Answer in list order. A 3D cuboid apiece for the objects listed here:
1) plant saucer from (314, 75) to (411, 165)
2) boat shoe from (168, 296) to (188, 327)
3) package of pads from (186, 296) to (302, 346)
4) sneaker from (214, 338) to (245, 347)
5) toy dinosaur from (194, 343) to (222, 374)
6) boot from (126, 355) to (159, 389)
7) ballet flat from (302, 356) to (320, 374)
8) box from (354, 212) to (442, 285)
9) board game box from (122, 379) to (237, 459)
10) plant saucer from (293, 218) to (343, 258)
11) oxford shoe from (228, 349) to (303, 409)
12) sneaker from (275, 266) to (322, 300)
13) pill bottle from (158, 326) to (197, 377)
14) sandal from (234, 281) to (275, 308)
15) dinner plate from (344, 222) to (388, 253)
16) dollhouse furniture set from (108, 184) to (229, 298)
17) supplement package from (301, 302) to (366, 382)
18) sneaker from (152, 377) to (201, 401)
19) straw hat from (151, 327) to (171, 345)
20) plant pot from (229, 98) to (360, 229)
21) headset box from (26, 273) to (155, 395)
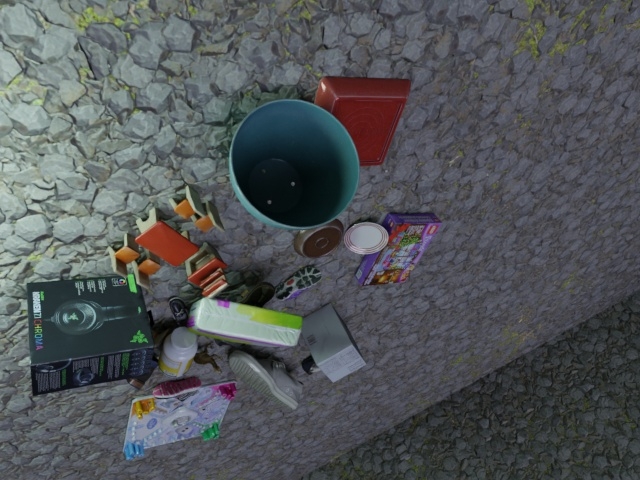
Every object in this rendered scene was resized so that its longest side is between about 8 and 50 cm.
[{"bbox_3d":[0.094,-0.283,1.271,0.259,0.047,0.259,-7,136,-26],"label":"plant saucer"},{"bbox_3d":[-0.422,0.217,1.500,0.046,0.038,0.125,-18,140,-15],"label":"boat shoe"},{"bbox_3d":[-0.229,0.246,1.468,0.297,0.101,0.229,15,163,-19],"label":"package of pads"},{"bbox_3d":[-0.251,0.308,1.685,0.235,0.078,0.106,-4,138,-24],"label":"sneaker"},{"bbox_3d":[-0.396,0.388,1.675,0.093,0.183,0.053,-39,142,-65],"label":"toy dinosaur"},{"bbox_3d":[-0.595,0.372,1.554,0.106,0.082,0.219,-46,140,-15],"label":"boot"},{"bbox_3d":[0.015,0.483,2.048,0.203,0.074,0.074,-37,141,9],"label":"ballet flat"},{"bbox_3d":[0.263,0.033,1.717,0.201,0.057,0.293,-2,134,-31],"label":"box"},{"bbox_3d":[-0.545,0.704,1.951,0.390,0.050,0.389,-2,134,-31],"label":"board game box"},{"bbox_3d":[0.000,0.000,1.539,0.169,0.029,0.168,-17,140,-15],"label":"plant saucer"},{"bbox_3d":[-0.199,0.509,1.907,0.449,0.169,0.130,54,53,-44],"label":"oxford shoe"},{"bbox_3d":[-0.069,0.144,1.640,0.170,0.068,0.071,-29,158,12],"label":"sneaker"},{"bbox_3d":[-0.441,0.344,1.557,0.103,0.103,0.184,-3,144,-30],"label":"pill bottle"},{"bbox_3d":[-0.216,0.177,1.564,0.090,0.060,0.219,22,135,-26],"label":"sandal"},{"bbox_3d":[0.146,-0.009,1.600,0.141,0.017,0.141,1,133,1],"label":"dinner plate"},{"bbox_3d":[-0.348,0.034,1.266,0.262,0.135,0.259,-36,141,8],"label":"dollhouse furniture set"},{"bbox_3d":[0.042,0.381,1.852,0.149,0.194,0.203,-30,141,1],"label":"supplement package"},{"bbox_3d":[-0.511,0.541,1.781,0.171,0.063,0.074,-5,129,-35],"label":"sneaker"},{"bbox_3d":[-0.521,0.302,1.509,0.061,0.144,0.144,39,113,-5],"label":"straw hat"},{"bbox_3d":[-0.080,-0.152,1.161,0.291,0.289,0.195,-12,175,-22],"label":"plant pot"},{"bbox_3d":[-0.565,0.222,1.248,0.283,0.246,0.131,-3,135,-29],"label":"headset box"}]
